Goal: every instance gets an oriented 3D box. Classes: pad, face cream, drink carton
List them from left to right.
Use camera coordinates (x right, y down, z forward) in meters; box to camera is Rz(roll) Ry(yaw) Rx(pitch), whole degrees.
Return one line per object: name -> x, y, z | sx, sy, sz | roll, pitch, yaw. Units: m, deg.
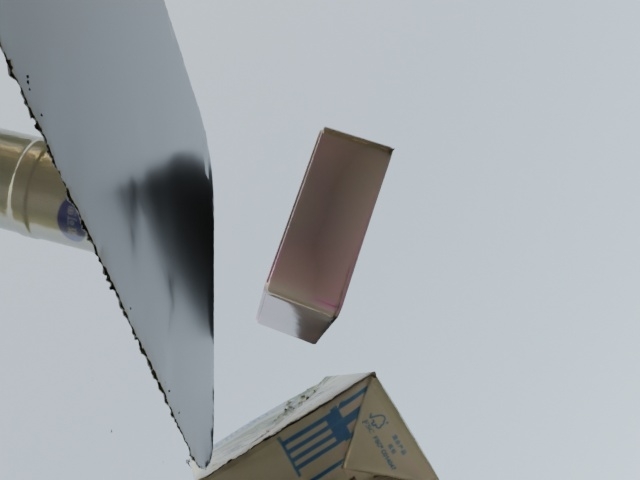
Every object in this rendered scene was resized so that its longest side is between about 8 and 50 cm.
face cream -> -0.211, -0.039, 0.895 | 0.077, 0.250, 0.077 | 13, -90, -76
pad -> -0.114, -0.053, 0.506 | 0.063, 0.315, 0.375 | -10, -42, 4
drink carton -> -0.019, 0.233, 1.189 | 0.194, 0.324, 0.132 | -29, -92, -10

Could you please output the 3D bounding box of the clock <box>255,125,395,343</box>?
clock -> 0.000, 0.000, 1.007 | 0.063, 0.197, 0.150 | 19, -103, -1
